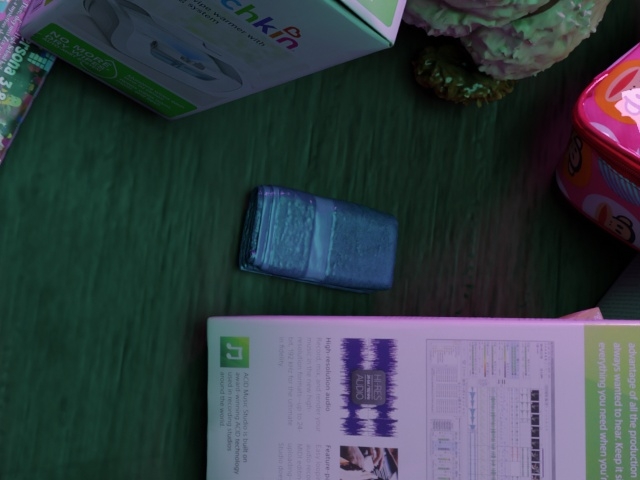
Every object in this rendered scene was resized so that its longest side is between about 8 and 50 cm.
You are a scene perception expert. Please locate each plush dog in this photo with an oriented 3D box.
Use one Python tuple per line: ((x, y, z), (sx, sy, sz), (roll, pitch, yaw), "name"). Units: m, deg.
((0.139, -0.211, 0.629), (0.262, 0.210, 0.225), (-45, 141, 13), "plush dog")

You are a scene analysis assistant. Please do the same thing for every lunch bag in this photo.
((0.370, -0.083, 0.713), (0.293, 0.120, 0.258), (-39, 62, -21), "lunch bag")

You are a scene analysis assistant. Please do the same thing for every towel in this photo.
((0.000, 0.000, 0.659), (0.119, 0.029, 0.067), (12, 83, -22), "towel")

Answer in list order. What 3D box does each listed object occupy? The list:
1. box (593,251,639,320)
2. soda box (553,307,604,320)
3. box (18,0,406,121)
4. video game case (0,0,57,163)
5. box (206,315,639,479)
((0.321, 0.082, 0.764), (0.170, 0.091, 0.130), (-46, 105, -19), "box")
((0.193, 0.144, 0.622), (0.061, 0.058, 0.181), (-13, 81, -42), "soda box")
((-0.042, -0.229, 0.516), (0.126, 0.231, 0.262), (28, 69, -34), "box")
((-0.280, -0.118, 0.531), (0.210, 0.042, 0.232), (27, 77, -21), "video game case")
((0.082, 0.166, 0.577), (0.322, 0.058, 0.232), (0, 87, 14), "box")
